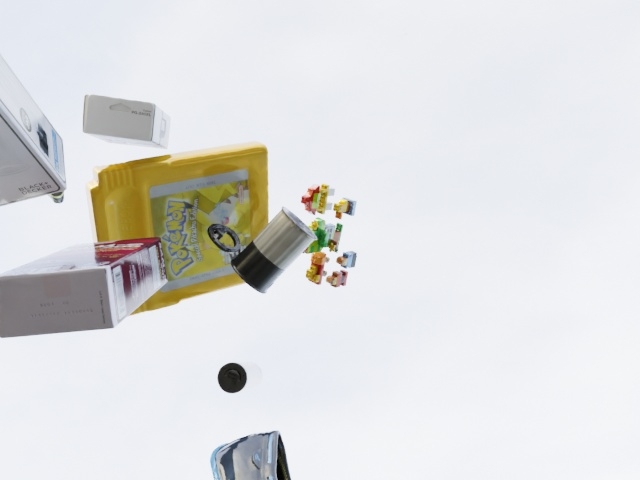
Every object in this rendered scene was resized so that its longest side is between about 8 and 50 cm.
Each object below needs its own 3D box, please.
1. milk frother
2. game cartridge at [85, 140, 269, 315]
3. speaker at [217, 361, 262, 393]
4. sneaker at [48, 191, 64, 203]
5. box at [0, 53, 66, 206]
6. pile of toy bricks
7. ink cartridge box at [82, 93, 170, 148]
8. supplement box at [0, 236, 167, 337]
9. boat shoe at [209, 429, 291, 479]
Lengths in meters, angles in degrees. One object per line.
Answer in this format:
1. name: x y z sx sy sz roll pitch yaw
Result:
1. milk frother: -0.105 -0.008 1.080 0.143 0.129 0.134 42 -84 -17
2. game cartridge: -0.243 -0.019 1.124 0.324 0.053 0.285 -16 -58 -31
3. speaker: -0.146 0.249 1.136 0.055 0.136 0.055 -1 -101 5
4. sneaker: -0.416 -0.089 0.947 0.083 0.031 0.035 55 -30 24
5. box: -0.416 -0.146 0.666 0.169 0.290 0.087 -15 -118 -2
6. pile of toy bricks: 0.000 0.000 1.243 0.118 0.105 0.212 23 -69 40
7. ink cartridge box: -0.315 -0.192 1.022 0.109 0.150 0.063 6 -87 -5
8. supplement box: -0.288 0.050 0.780 0.130 0.239 0.073 -5 -82 0
9. boat shoe: -0.034 0.279 0.582 0.089 0.258 0.109 -26 -44 -8
